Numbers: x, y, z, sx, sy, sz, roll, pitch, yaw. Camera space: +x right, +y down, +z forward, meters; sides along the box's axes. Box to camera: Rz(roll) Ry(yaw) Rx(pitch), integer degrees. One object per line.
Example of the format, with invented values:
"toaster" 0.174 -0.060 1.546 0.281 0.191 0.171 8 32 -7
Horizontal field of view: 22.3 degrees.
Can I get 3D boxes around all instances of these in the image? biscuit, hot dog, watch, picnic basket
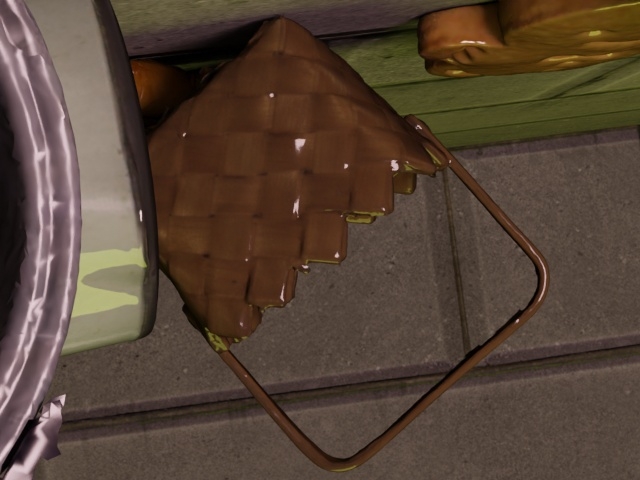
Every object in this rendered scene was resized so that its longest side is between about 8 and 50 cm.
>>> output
"biscuit" 0.222 -0.176 1.323 0.275 0.052 0.355 -7 180 -21
"hot dog" -0.153 -0.126 1.364 0.090 0.060 0.140 -3 175 41
"watch" -0.260 0.018 0.542 0.327 0.335 0.314 5 172 -34
"picnic basket" 0.000 0.000 1.327 0.254 0.321 0.291 -42 178 2

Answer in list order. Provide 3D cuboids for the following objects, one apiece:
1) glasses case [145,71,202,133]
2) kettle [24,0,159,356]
"glasses case" -0.172 -0.086 1.526 0.321 0.122 0.082 -8 -179 18
"kettle" -0.304 -0.038 0.939 0.377 0.250 0.361 -10 -160 -14
